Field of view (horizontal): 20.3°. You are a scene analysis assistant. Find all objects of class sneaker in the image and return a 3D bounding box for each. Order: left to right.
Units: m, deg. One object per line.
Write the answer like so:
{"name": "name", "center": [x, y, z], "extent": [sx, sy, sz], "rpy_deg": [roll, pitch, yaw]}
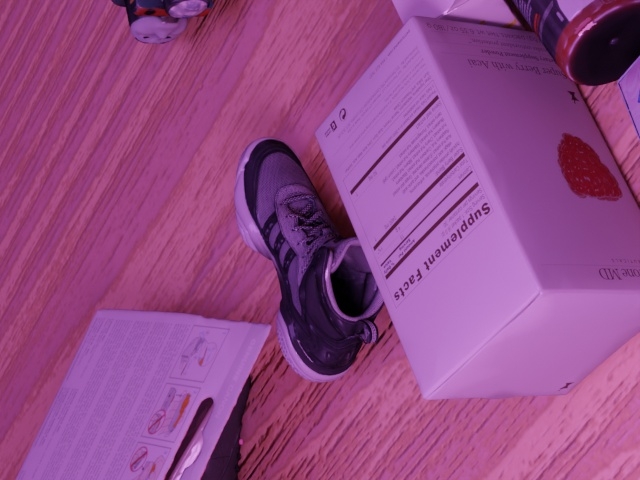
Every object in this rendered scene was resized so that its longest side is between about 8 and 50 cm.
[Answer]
{"name": "sneaker", "center": [-0.109, 0.290, 1.982], "extent": [0.296, 0.147, 0.104], "rpy_deg": [-66, 12, -20]}
{"name": "sneaker", "center": [0.000, 0.000, 1.826], "extent": [0.153, 0.101, 0.269], "rpy_deg": [-38, 64, 57]}

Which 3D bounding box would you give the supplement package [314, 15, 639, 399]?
{"name": "supplement package", "center": [0.151, -0.027, 1.582], "extent": [0.175, 0.177, 0.293], "rpy_deg": [-47, 54, 40]}

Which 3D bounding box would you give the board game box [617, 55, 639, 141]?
{"name": "board game box", "center": [0.374, -0.113, 1.321], "extent": [0.319, 0.066, 0.318], "rpy_deg": [-52, 34, 36]}

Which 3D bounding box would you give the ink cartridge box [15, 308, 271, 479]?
{"name": "ink cartridge box", "center": [-0.193, 0.232, 1.976], "extent": [0.385, 0.091, 0.308], "rpy_deg": [1, 61, 55]}

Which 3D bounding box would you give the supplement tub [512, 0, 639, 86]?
{"name": "supplement tub", "center": [0.214, -0.235, 1.569], "extent": [0.106, 0.106, 0.198], "rpy_deg": [-56, 48, 34]}

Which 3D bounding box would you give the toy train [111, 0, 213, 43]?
{"name": "toy train", "center": [-0.197, -0.397, 2.096], "extent": [0.190, 0.142, 0.334], "rpy_deg": [-39, 60, 58]}

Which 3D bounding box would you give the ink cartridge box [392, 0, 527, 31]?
{"name": "ink cartridge box", "center": [0.120, -0.220, 1.639], "extent": [0.090, 0.143, 0.092], "rpy_deg": [-30, 59, 11]}
